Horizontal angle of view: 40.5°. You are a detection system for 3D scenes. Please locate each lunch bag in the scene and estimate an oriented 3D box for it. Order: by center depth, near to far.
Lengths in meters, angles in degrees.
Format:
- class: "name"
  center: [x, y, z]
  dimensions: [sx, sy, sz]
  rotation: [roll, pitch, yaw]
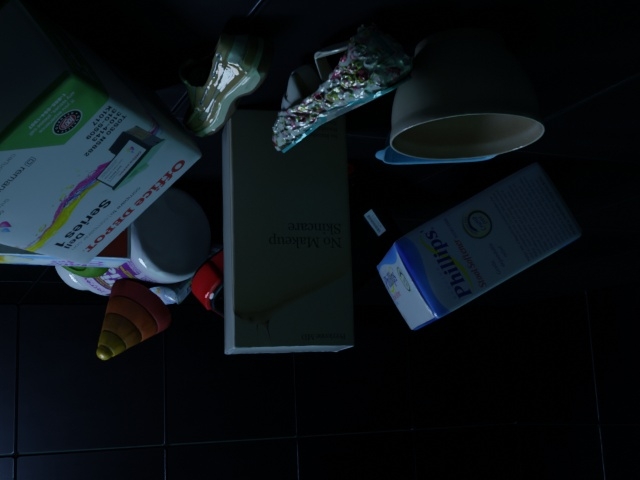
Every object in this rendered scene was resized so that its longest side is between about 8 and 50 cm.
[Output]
- class: "lunch bag"
  center: [-0.260, 0.079, 1.584]
  dimensions: [0.053, 0.071, 0.083]
  rotation: [50, 145, -18]

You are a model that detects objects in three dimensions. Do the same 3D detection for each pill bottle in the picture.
- class: "pill bottle"
  center: [-0.349, 0.010, 1.556]
  dimensions: [0.169, 0.169, 0.302]
  rotation: [8, 164, -44]

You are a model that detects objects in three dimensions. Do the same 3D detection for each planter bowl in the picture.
- class: "planter bowl"
  center: [0.152, -0.160, 0.929]
  dimensions: [0.162, 0.109, 0.162]
  rotation: [-3, 169, -1]

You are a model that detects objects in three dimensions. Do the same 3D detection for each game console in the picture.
- class: "game console"
  center: [-0.025, 0.040, 1.540]
  dimensions: [0.342, 0.060, 0.386]
  rotation: [-40, 153, 1]

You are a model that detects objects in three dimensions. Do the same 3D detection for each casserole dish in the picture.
- class: "casserole dish"
  center: [0.172, -0.141, 1.234]
  dimensions: [0.189, 0.036, 0.114]
  rotation: [-2, 170, 0]

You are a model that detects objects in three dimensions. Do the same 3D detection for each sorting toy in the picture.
- class: "sorting toy"
  center: [-0.412, 0.064, 1.420]
  dimensions: [0.127, 0.126, 0.365]
  rotation: [-20, 120, 46]

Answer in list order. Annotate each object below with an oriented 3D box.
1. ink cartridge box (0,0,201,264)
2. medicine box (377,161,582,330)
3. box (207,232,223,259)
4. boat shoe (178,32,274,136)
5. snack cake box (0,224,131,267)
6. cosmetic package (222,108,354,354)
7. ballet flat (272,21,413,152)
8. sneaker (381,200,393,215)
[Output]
- class: "ink cartridge box"
  center: [-0.278, -0.096, 0.905]
  dimensions: [0.201, 0.117, 0.278]
  rotation: [-42, 161, 6]
- class: "medicine box"
  center: [0.266, 0.020, 1.529]
  dimensions: [0.289, 0.149, 0.263]
  rotation: [-30, 172, -7]
- class: "box"
  center: [-0.186, 0.040, 1.723]
  dimensions: [0.308, 0.076, 0.242]
  rotation: [16, -179, 34]
- class: "boat shoe"
  center: [-0.120, -0.175, 0.942]
  dimensions: [0.072, 0.068, 0.190]
  rotation: [16, 152, -24]
- class: "snack cake box"
  center: [-0.422, -0.044, 1.298]
  dimensions: [0.264, 0.152, 0.089]
  rotation: [4, 168, -27]
- class: "cosmetic package"
  center: [-0.047, -0.008, 1.146]
  dimensions: [0.160, 0.309, 0.113]
  rotation: [-1, 168, -12]
- class: "ballet flat"
  center: [0.011, -0.169, 0.951]
  dimensions: [0.091, 0.077, 0.241]
  rotation: [-39, -170, -37]
- class: "sneaker"
  center: [0.029, -0.012, 1.643]
  dimensions: [0.228, 0.130, 0.087]
  rotation: [-7, 171, 11]
